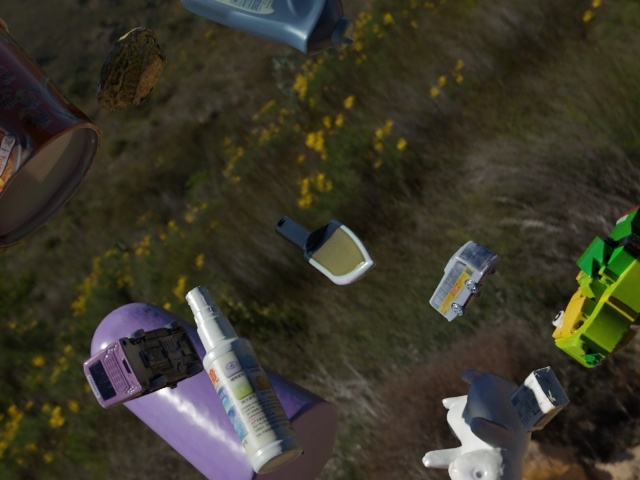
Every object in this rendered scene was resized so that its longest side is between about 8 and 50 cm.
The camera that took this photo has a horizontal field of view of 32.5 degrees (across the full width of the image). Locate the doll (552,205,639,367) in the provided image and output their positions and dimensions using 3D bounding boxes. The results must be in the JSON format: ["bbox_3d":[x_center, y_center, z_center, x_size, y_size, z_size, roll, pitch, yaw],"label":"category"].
[{"bbox_3d":[0.323,0.053,1.176,0.186,0.106,0.134,-54,6,11],"label":"doll"}]

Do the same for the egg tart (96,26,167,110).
[{"bbox_3d":[-0.243,-0.222,1.434,0.130,0.052,0.130,-57,-8,-13],"label":"egg tart"}]

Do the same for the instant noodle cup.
[{"bbox_3d":[-0.403,-0.122,1.330,0.250,0.192,0.250,-49,-8,-9],"label":"instant noodle cup"}]

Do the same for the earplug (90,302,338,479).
[{"bbox_3d":[-0.202,0.253,1.829,0.456,0.215,0.215,30,73,30],"label":"earplug"}]

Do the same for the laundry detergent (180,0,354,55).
[{"bbox_3d":[-0.051,-0.265,1.226,0.206,0.061,0.096,25,60,13],"label":"laundry detergent"}]

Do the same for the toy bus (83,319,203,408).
[{"bbox_3d":[-0.244,0.172,1.528,0.098,0.087,0.178,-32,-9,21],"label":"toy bus"}]

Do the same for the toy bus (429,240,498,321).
[{"bbox_3d":[0.256,0.073,1.964,0.064,0.075,0.190,-42,-16,-29],"label":"toy bus"}]

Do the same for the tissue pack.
[{"bbox_3d":[0.310,0.227,1.561,0.062,0.042,0.083,64,148,28],"label":"tissue pack"}]

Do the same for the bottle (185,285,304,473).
[{"bbox_3d":[-0.089,0.144,1.189,0.060,0.060,0.217,-34,68,14],"label":"bottle"}]

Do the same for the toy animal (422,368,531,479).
[{"bbox_3d":[0.239,0.328,1.630,0.140,0.138,0.282,123,167,-48],"label":"toy animal"}]

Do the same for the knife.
[{"bbox_3d":[0.001,-0.001,1.313,0.061,0.027,0.343,-53,20,0],"label":"knife"}]
